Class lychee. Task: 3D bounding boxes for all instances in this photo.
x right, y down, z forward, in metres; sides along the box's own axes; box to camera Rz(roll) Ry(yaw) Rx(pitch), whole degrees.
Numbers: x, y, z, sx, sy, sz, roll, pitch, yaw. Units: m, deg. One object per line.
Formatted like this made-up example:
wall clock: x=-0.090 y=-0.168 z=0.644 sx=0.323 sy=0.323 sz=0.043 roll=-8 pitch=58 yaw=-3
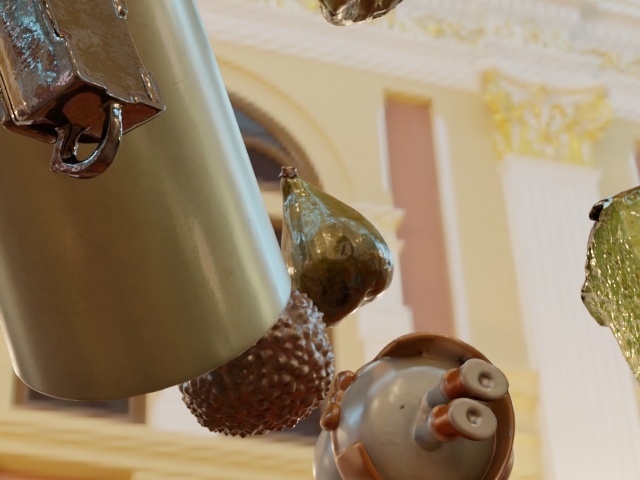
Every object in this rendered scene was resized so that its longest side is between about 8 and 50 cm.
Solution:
lychee: x=-0.059 y=0.109 z=1.635 sx=0.165 sy=0.197 sz=0.165 roll=30 pitch=-39 yaw=27

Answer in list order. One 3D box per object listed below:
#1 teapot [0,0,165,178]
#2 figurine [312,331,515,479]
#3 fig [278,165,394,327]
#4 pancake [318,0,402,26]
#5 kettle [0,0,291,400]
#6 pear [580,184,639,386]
teapot: x=-0.176 y=-0.113 z=1.068 sx=0.096 sy=0.177 sz=0.087 roll=-35 pitch=-27 yaw=23
figurine: x=0.050 y=0.152 z=1.237 sx=0.143 sy=0.143 sz=0.271 roll=24 pitch=-26 yaw=-30
fig: x=0.004 y=0.006 z=1.930 sx=0.133 sy=0.126 sz=0.185 roll=-30 pitch=-73 yaw=-2
pancake: x=0.097 y=-0.297 z=1.670 sx=0.253 sy=0.037 sz=0.253 roll=-38 pitch=-9 yaw=-7
kettle: x=-0.202 y=-0.112 z=1.403 sx=0.250 sy=0.361 sz=0.377 roll=-18 pitch=-62 yaw=-6
pear: x=0.332 y=0.076 z=1.165 sx=0.238 sy=0.255 sz=0.164 roll=-11 pitch=-34 yaw=-12
